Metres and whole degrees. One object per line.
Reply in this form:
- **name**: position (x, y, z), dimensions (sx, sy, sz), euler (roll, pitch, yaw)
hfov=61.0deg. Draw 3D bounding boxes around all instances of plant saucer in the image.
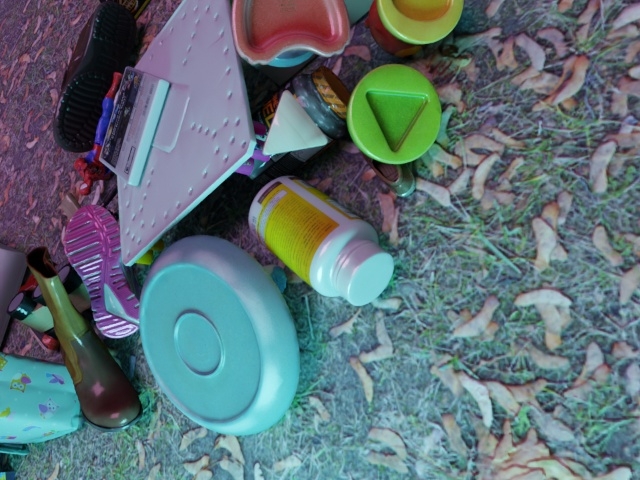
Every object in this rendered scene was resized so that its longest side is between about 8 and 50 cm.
- **plant saucer**: position (-0.172, 0.151, 0.818), dimensions (0.317, 0.043, 0.318), euler (8, 104, 32)

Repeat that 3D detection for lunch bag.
- **lunch bag**: position (-0.641, 0.329, 1.076), dimensions (0.262, 0.223, 0.160), euler (-26, 54, 28)

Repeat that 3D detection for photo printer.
- **photo printer**: position (-0.875, 0.151, 1.379), dimensions (0.256, 0.107, 0.308), euler (12, 84, 39)

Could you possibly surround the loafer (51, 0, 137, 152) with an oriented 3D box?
- **loafer**: position (-0.539, -0.379, 1.298), dimensions (0.130, 0.133, 0.366), euler (7, 76, 50)

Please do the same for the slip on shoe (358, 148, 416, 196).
- **slip on shoe**: position (0.089, -0.120, 0.790), dimensions (0.051, 0.041, 0.135), euler (-39, 56, 21)

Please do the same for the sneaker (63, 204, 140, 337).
- **sneaker**: position (-0.404, 0.059, 1.022), dimensions (0.111, 0.102, 0.252), euler (158, 97, -74)

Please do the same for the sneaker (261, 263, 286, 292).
- **sneaker**: position (-0.156, 0.082, 0.881), dimensions (0.228, 0.087, 0.092), euler (-27, 62, 26)

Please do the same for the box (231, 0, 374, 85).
- **box**: position (-0.010, -0.424, 0.907), dimensions (0.311, 0.121, 0.148), euler (-35, 58, 23)

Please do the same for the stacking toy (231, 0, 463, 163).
- **stacking toy**: position (0.029, -0.246, 0.763), dimensions (0.130, 0.308, 0.280), euler (-156, 65, -77)

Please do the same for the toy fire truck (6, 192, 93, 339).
- **toy fire truck**: position (-0.539, 0.048, 1.158), dimensions (0.217, 0.158, 0.246), euler (-26, 42, 22)

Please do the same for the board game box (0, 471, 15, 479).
- **board game box**: position (-0.709, 0.600, 1.156), dimensions (0.170, 0.048, 0.141), euler (-42, 54, 20)

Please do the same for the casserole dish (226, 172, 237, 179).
- **casserole dish**: position (-0.181, -0.187, 1.015), dimensions (0.114, 0.037, 0.188), euler (-47, 55, 15)

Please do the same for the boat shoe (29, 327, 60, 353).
- **boat shoe**: position (-0.625, 0.206, 1.218), dimensions (0.137, 0.049, 0.043), euler (23, 93, 34)

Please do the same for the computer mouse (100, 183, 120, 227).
- **computer mouse**: position (-0.367, -0.085, 1.114), dimensions (0.262, 0.060, 0.184), euler (-52, 49, 19)

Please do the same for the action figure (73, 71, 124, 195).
- **action figure**: position (-0.459, -0.223, 1.193), dimensions (0.139, 0.091, 0.280), euler (23, 90, 51)

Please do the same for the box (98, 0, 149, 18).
- **box**: position (-0.486, -0.733, 1.386), dimensions (0.257, 0.079, 0.322), euler (-44, 55, 15)

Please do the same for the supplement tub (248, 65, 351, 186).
- **supplement tub**: position (-0.041, -0.179, 0.858), dimensions (0.190, 0.117, 0.117), euler (-35, 58, 23)

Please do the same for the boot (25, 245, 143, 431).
- **boot**: position (-0.411, 0.168, 0.951), dimensions (0.264, 0.096, 0.281), euler (37, 140, 47)

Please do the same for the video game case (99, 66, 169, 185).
- **video game case**: position (-0.344, -0.213, 0.993), dimensions (0.173, 0.022, 0.191), euler (31, 104, 46)

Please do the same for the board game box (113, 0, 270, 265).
- **board game box**: position (-0.241, -0.204, 0.933), dimensions (0.390, 0.050, 0.390), euler (-34, 57, 37)

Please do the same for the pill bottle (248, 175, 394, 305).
- **pill bottle**: position (0.000, 0.000, 0.771), dimensions (0.215, 0.117, 0.117), euler (37, 99, 38)
